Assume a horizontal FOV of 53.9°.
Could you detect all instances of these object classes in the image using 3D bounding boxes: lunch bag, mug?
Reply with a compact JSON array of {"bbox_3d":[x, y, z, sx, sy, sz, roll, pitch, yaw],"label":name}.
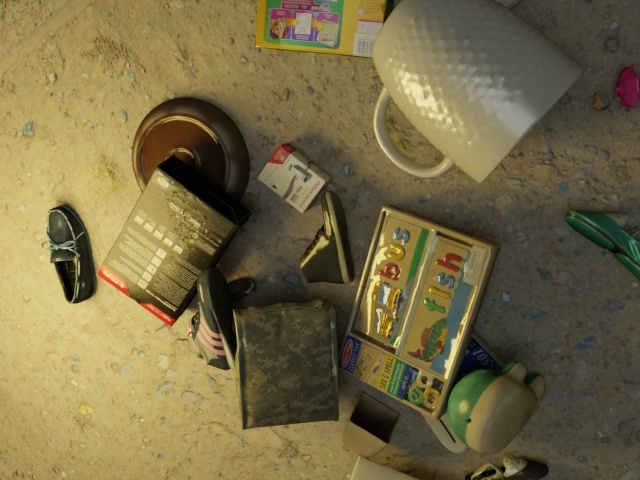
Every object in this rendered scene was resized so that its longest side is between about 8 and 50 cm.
[{"bbox_3d":[-0.083,0.272,1.469,0.236,0.169,0.286,-3,108,-10],"label":"lunch bag"},{"bbox_3d":[0.249,-0.285,1.220,0.328,0.276,0.374,43,128,7],"label":"mug"}]

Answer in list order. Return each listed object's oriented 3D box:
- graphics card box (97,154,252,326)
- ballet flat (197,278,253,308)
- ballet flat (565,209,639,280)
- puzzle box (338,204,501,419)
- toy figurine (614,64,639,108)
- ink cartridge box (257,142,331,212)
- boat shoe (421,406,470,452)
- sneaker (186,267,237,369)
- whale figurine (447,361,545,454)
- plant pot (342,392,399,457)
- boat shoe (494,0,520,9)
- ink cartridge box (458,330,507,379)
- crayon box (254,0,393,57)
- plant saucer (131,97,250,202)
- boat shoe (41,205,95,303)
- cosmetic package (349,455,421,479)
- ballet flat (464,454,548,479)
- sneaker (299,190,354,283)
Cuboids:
[{"bbox_3d":[-0.355,0.009,1.504,0.233,0.094,0.371,36,121,-2],"label":"graphics card box"},{"bbox_3d":[-0.233,0.145,1.577,0.173,0.057,0.049,-30,135,21],"label":"ballet flat"},{"bbox_3d":[0.620,-0.004,1.292,0.247,0.083,0.087,39,86,2],"label":"ballet flat"},{"bbox_3d":[0.204,0.152,1.389,0.272,0.052,0.408,22,106,31],"label":"puzzle box"},{"bbox_3d":[0.649,-0.309,1.195,0.173,0.130,0.159,35,127,-22],"label":"toy figurine"},{"bbox_3d":[-0.058,-0.142,1.440,0.135,0.056,0.099,38,110,3],"label":"ink cartridge box"},{"bbox_3d":[0.263,0.343,1.462,0.109,0.094,0.302,-38,77,36],"label":"boat shoe"},{"bbox_3d":[-0.273,0.198,1.510,0.131,0.112,0.318,2,127,12],"label":"sneaker"},{"bbox_3d":[0.382,0.350,1.371,0.141,0.272,0.216,26,112,41],"label":"whale figurine"},{"bbox_3d":[0.113,0.460,1.533,0.109,0.109,0.096,30,122,6],"label":"plant pot"},{"bbox_3d":[0.384,-0.521,1.181,0.083,0.075,0.226,28,127,-7],"label":"boat shoe"},{"bbox_3d":[0.324,0.250,1.447,0.207,0.046,0.097,46,112,0],"label":"ink cartridge box"},{"bbox_3d":[0.007,-0.477,1.320,0.279,0.081,0.165,9,106,13],"label":"crayon box"},{"bbox_3d":[-0.322,-0.183,1.507,0.311,0.050,0.310,3,104,14],"label":"plant saucer"},{"bbox_3d":[-0.648,0.039,1.629,0.109,0.089,0.258,-15,100,18],"label":"boat shoe"},{"bbox_3d":[0.221,0.687,1.492,0.366,0.196,0.155,19,140,8],"label":"cosmetic package"},{"bbox_3d":[0.431,0.551,1.487,0.203,0.074,0.074,-28,96,22],"label":"ballet flat"},{"bbox_3d":[0.000,0.000,1.448,0.118,0.083,0.221,-6,104,17],"label":"sneaker"}]
